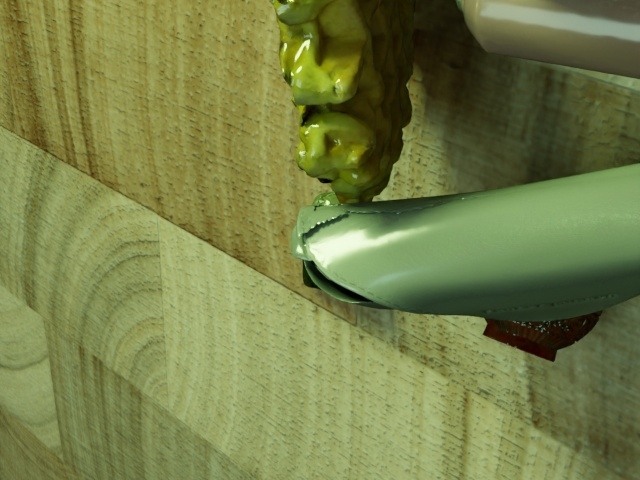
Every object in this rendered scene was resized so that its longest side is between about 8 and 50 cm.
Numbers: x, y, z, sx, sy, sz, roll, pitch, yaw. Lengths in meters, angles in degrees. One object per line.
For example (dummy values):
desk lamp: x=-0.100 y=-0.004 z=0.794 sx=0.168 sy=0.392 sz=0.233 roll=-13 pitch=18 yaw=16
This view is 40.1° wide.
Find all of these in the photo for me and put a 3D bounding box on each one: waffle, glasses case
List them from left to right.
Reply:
waffle: x=0.023 y=-0.184 z=0.601 sx=0.062 sy=0.329 sz=0.329 roll=1 pitch=115 yaw=14
glasses case: x=0.142 y=0.009 z=0.585 sx=0.308 sy=0.128 sz=0.083 roll=-9 pitch=64 yaw=14

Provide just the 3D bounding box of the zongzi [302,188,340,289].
zongzi: x=0.000 y=0.000 z=0.885 sx=0.119 sy=0.055 sz=0.109 roll=3 pitch=111 yaw=57

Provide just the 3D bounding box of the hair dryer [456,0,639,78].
hair dryer: x=0.226 y=-0.117 z=0.447 sx=0.352 sy=0.125 sz=0.210 roll=15 pitch=143 yaw=28

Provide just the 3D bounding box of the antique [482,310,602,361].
antique: x=0.172 y=0.040 z=0.691 sx=0.104 sy=0.104 sz=0.104 roll=24 pitch=126 yaw=36
